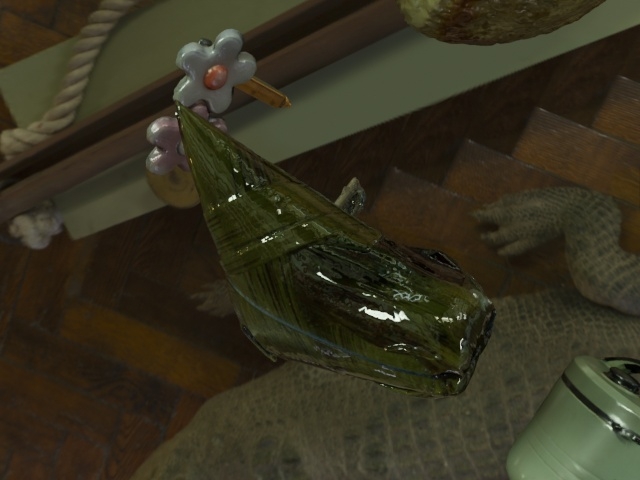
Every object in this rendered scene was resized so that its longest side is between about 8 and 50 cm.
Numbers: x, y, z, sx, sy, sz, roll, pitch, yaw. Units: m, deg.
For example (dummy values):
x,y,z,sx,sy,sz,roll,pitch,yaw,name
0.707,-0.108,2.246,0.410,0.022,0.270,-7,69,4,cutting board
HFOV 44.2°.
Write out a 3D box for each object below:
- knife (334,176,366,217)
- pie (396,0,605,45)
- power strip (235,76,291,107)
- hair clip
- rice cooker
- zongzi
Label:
x,y,z,sx,sy,sz,roll,pitch,yaw,name
0.023,-0.029,1.373,0.043,0.365,0.089,3,114,20,knife
0.147,-0.187,0.479,0.084,0.178,0.205,58,140,7,pie
-0.110,-0.262,1.350,0.049,0.178,0.028,43,105,38,power strip
-0.188,-0.209,1.205,0.075,0.146,0.257,37,114,30,hair clip
0.379,0.272,1.020,0.226,0.226,0.244,27,102,-1,rice cooker
0.000,0.000,0.732,0.286,0.138,0.300,7,131,42,zongzi
